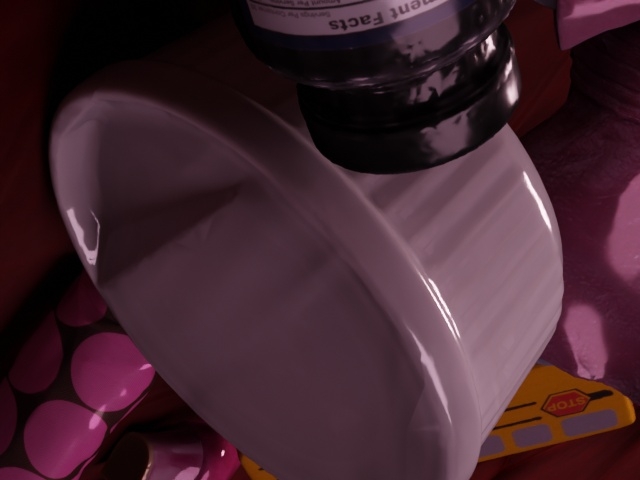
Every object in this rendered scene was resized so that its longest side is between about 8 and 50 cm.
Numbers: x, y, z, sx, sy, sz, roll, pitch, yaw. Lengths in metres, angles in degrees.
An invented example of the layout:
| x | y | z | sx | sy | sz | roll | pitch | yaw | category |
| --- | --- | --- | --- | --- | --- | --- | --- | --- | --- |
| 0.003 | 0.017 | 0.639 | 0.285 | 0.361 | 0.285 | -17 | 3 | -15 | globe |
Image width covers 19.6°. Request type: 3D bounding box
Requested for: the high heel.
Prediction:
| x | y | z | sx | sy | sz | roll | pitch | yaw | category |
| --- | --- | --- | --- | --- | --- | --- | --- | --- | --- |
| -0.147 | 0.232 | 1.395 | 0.117 | 0.082 | 0.244 | 6 | 119 | -49 | high heel |

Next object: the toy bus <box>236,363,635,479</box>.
| x | y | z | sx | sy | sz | roll | pitch | yaw | category |
| --- | --- | --- | --- | --- | --- | --- | --- | --- | --- |
| 0.103 | 0.082 | 1.268 | 0.332 | 0.108 | 0.130 | -15 | 142 | 10 | toy bus |

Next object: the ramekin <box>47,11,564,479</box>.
| x | y | z | sx | sy | sz | roll | pitch | yaw | category |
| --- | --- | --- | --- | --- | --- | --- | --- | --- | --- |
| 0.000 | 0.000 | 0.927 | 0.127 | 0.273 | 0.273 | -43 | 163 | -27 | ramekin |

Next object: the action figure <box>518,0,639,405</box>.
| x | y | z | sx | sy | sz | roll | pitch | yaw | category |
| --- | --- | --- | --- | --- | --- | --- | --- | --- | --- |
| 0.186 | -0.084 | 1.016 | 0.248 | 0.275 | 0.370 | -22 | 134 | -49 | action figure |

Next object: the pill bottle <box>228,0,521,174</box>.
| x | y | z | sx | sy | sz | roll | pitch | yaw | category |
| --- | --- | --- | --- | --- | --- | --- | --- | --- | --- |
| 0.012 | -0.138 | 0.723 | 0.123 | 0.123 | 0.219 | -33 | 130 | -17 | pill bottle |

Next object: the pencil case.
| x | y | z | sx | sy | sz | roll | pitch | yaw | category |
| --- | --- | --- | --- | --- | --- | --- | --- | --- | --- |
| -0.150 | 0.099 | 1.100 | 0.209 | 0.095 | 0.098 | -51 | 156 | 23 | pencil case |
